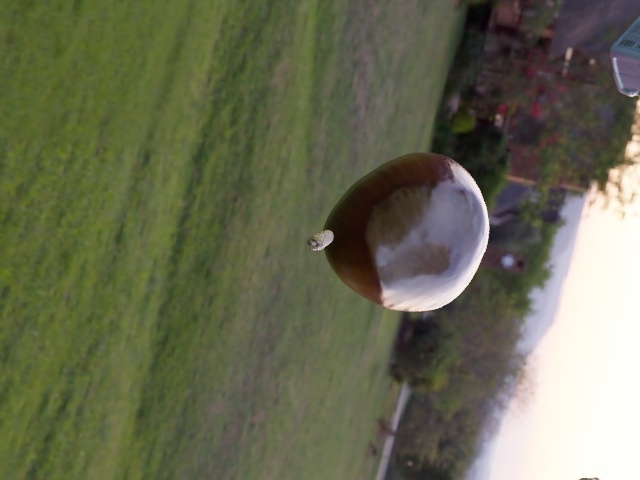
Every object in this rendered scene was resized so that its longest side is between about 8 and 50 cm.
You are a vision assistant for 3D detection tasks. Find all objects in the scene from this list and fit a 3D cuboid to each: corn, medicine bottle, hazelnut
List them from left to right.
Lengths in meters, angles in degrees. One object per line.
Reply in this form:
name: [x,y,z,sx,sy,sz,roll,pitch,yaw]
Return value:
corn: [0.000,0.000,1.788,0.028,0.027,0.083,-33,178,21]
hazelnut: [0.184,-0.021,2.305,0.366,0.366,0.366,13,90,-79]
medicine bottle: [0.645,-0.371,2.050,0.188,0.094,0.119,-46,132,-19]

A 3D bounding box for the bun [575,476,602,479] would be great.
bun: [0.340,0.340,1.296,0.115,0.069,0.115,18,65,-45]
